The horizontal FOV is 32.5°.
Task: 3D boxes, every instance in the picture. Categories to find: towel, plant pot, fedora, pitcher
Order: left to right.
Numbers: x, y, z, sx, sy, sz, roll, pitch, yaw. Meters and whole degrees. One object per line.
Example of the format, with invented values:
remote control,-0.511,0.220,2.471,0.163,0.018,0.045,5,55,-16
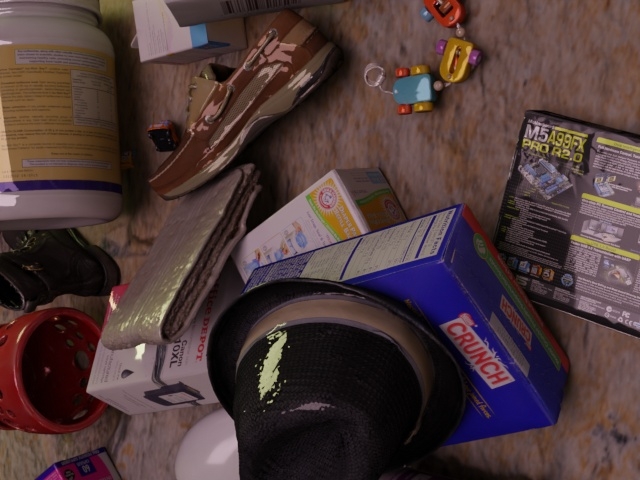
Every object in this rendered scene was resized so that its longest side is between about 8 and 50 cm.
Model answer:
plant pot,-0.441,0.206,1.691,0.174,0.191,0.191,-12,88,36
towel,-0.183,0.025,1.473,0.187,0.049,0.282,-14,42,55
pitcher,-0.103,0.295,1.501,0.207,0.125,0.178,-41,35,24
fedora,-0.005,0.199,1.223,0.334,0.152,0.334,12,132,14

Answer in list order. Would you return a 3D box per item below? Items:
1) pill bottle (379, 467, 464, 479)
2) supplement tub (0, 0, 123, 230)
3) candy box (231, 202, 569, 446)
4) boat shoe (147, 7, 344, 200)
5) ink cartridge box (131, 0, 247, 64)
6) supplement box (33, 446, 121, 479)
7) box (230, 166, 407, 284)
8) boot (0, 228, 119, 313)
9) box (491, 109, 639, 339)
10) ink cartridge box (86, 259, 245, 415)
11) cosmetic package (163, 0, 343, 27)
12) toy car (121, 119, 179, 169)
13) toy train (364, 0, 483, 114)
pill bottle,0.195,0.377,1.307,0.301,0.169,0.169,6,98,33
supplement tub,-0.415,-0.188,1.597,0.241,0.241,0.331,-5,86,33
candy box,0.091,0.122,1.307,0.317,0.122,0.268,-17,121,34
boat shoe,-0.117,-0.185,1.471,0.324,0.122,0.120,-38,99,21
ink cartridge box,-0.190,-0.301,1.537,0.143,0.092,0.090,-7,90,33
supplement box,-0.354,0.450,1.703,0.114,0.111,0.220,-39,74,29
box,0.000,0.000,1.429,0.203,0.114,0.103,-36,75,32
boot,-0.455,0.028,1.657,0.263,0.229,0.091,25,107,28
box,0.336,-0.013,1.244,0.270,0.060,0.216,19,104,30
ink cartridge box,-0.194,0.138,1.535,0.237,0.100,0.172,-13,54,33
cosmetic package,-0.110,-0.517,1.371,0.230,0.161,0.453,-8,90,0
toy car,-0.261,-0.149,1.622,0.122,0.060,0.040,-15,54,26
toy train,0.137,-0.234,1.363,0.166,0.046,0.125,-48,68,23
